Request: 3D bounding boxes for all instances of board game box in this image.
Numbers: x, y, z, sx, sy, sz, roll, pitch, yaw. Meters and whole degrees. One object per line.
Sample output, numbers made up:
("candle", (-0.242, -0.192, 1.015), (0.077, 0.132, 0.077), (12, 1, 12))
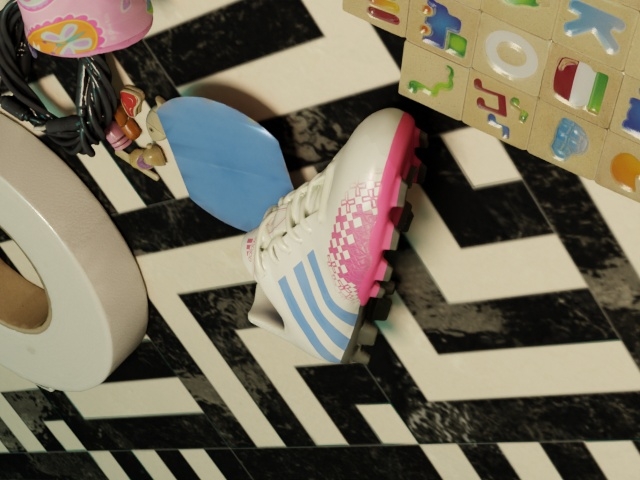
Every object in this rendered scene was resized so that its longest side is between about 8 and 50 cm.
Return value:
("board game box", (-0.074, -0.076, 1.433), (0.133, 0.033, 0.168), (14, 141, 30))

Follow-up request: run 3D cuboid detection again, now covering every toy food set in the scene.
("toy food set", (-0.183, -0.106, 1.520), (0.078, 0.019, 0.122), (33, 145, 16))

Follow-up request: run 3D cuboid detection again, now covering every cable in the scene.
("cable", (-0.259, -0.158, 1.509), (0.150, 0.047, 0.184), (47, 143, 9))

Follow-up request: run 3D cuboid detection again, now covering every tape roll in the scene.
("tape roll", (-0.366, 0.010, 1.792), (0.392, 0.072, 0.392), (27, 143, 22))

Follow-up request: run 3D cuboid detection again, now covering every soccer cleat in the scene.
("soccer cleat", (0.000, 0.000, 1.345), (0.143, 0.116, 0.331), (18, 144, 5))

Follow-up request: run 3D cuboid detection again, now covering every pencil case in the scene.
("pencil case", (-0.219, -0.286, 1.275), (0.124, 0.124, 0.284), (22, 142, 29))

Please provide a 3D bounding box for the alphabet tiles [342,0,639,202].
("alphabet tiles", (0.168, -0.163, 1.086), (0.342, 0.011, 0.285), (27, 142, 18))
